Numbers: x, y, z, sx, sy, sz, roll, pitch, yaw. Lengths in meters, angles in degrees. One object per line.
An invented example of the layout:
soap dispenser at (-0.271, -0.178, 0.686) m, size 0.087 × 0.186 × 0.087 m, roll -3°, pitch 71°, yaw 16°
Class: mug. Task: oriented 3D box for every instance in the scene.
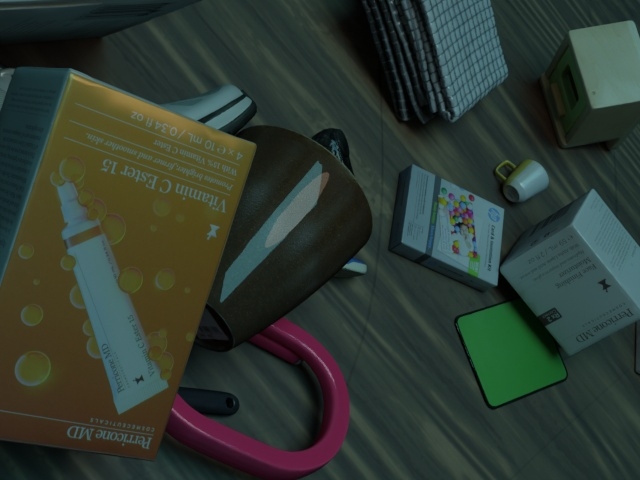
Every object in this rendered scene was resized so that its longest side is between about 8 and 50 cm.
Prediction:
mug at (0.337, -0.096, 1.600) m, size 0.064 × 0.078 × 0.062 m, roll -37°, pitch 124°, yaw -29°

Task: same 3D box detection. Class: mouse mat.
mouse mat at (0.303, 0.171, 1.484) m, size 0.189 × 0.007 × 0.153 m, roll -12°, pitch 76°, yaw -34°

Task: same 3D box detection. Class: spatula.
spatula at (-0.228, 0.185, 1.125) m, size 0.296 × 0.030 × 0.084 m, roll 11°, pitch 65°, yaw -29°

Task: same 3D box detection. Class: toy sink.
toy sink at (0.485, -0.262, 1.696) m, size 0.131 × 0.234 × 0.153 m, roll -10°, pitch 74°, yaw -5°

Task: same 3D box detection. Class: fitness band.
fitness band at (-0.095, 0.180, 1.176) m, size 0.291 × 0.054 × 0.209 m, roll 28°, pitch 47°, yaw -18°

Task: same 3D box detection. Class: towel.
towel at (0.185, -0.349, 1.525) m, size 0.235 × 0.121 × 0.284 m, roll -42°, pitch 120°, yaw -45°

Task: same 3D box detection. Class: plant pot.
plant pot at (-0.084, 0.016, 1.135) m, size 0.215 × 0.215 × 0.230 m, roll 43°, pitch 56°, yaw -9°

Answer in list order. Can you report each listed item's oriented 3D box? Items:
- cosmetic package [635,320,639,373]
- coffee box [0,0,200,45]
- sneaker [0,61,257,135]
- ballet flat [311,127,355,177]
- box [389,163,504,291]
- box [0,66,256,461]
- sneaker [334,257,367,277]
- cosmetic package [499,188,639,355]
cosmetic package at (0.670, 0.120, 1.601) m, size 0.138 × 0.224 × 0.224 m, roll 25°, pitch 59°, yaw -21°
coffee box at (-0.355, -0.404, 1.051) m, size 0.338 × 0.337 × 0.334 m, roll -15°, pitch 100°, yaw -36°
sneaker at (-0.295, -0.157, 1.146) m, size 0.447 × 0.169 × 0.257 m, roll -33°, pitch 91°, yaw -35°
ballet flat at (0.025, -0.083, 1.406) m, size 0.057 × 0.049 × 0.173 m, roll 12°, pitch 65°, yaw -59°
box at (0.201, -0.018, 1.483) m, size 0.186 × 0.038 × 0.145 m, roll 25°, pitch 59°, yaw -23°
box at (-0.241, 0.023, 0.963) m, size 0.215 × 0.168 × 0.345 m, roll 18°, pitch 89°, yaw -36°
sneaker at (0.000, 0.000, 1.334) m, size 0.152 × 0.058 × 0.085 m, roll 13°, pitch 71°, yaw -20°
cosmetic package at (0.414, 0.050, 1.497) m, size 0.184 × 0.151 × 0.151 m, roll 50°, pitch 37°, yaw -2°
